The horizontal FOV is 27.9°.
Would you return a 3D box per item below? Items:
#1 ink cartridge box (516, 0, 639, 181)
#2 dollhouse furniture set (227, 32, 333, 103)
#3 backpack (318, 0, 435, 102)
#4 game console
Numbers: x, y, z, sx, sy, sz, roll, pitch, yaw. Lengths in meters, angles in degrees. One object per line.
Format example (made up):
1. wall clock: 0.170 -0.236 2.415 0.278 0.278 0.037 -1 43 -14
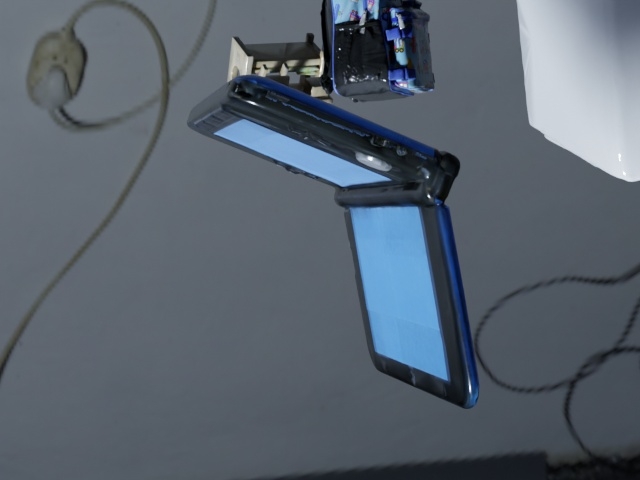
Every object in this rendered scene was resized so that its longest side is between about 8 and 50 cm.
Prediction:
1. ink cartridge box: 0.261 -0.257 0.737 0.286 0.166 0.394 -10 108 -6
2. dollhouse furniture set: -0.005 -0.179 1.613 0.182 0.161 0.101 -6 126 -23
3. backpack: 0.065 -0.256 1.528 0.117 0.158 0.173 -4 90 16
4. game console: 0.000 0.000 1.043 0.250 0.293 0.173 21 86 -12
